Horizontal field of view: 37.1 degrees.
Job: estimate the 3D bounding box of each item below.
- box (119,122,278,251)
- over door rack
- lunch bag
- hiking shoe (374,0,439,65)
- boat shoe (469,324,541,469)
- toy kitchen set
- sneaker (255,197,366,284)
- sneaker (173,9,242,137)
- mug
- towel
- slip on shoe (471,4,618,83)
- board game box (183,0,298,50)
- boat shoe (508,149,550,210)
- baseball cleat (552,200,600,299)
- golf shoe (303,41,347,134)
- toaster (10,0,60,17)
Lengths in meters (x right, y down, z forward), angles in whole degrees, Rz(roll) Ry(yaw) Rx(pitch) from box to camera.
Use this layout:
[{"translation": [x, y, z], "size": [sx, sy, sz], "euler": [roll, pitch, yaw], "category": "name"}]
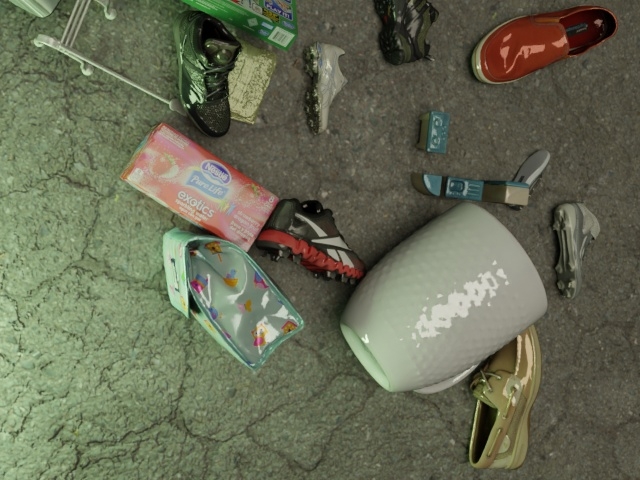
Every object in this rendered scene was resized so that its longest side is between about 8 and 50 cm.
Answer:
[{"translation": [-0.221, -0.096, 1.736], "size": [0.257, 0.128, 0.122], "euler": [33, 85, -17], "category": "box"}, {"translation": [-0.320, -0.385, 1.701], "size": [0.324, 0.108, 0.239], "euler": [23, 88, -33], "category": "over door rack"}, {"translation": [-0.180, 0.087, 1.714], "size": [0.160, 0.223, 0.262], "euler": [-44, 105, -9], "category": "lunch bag"}, {"translation": [0.172, -0.459, 1.866], "size": [0.114, 0.086, 0.226], "euler": [-11, 104, -30], "category": "hiking shoe"}, {"translation": [0.373, 0.310, 1.968], "size": [0.110, 0.122, 0.341], "euler": [2, 95, -19], "category": "boat shoe"}, {"translation": [0.303, -0.163, 1.903], "size": [0.207, 0.122, 0.166], "euler": [6, 93, -19], "category": "toy kitchen set"}, {"translation": [0.000, 0.000, 1.801], "size": [0.276, 0.098, 0.135], "euler": [26, 74, -44], "category": "sneaker"}, {"translation": [-0.190, -0.285, 1.663], "size": [0.087, 0.130, 0.227], "euler": [-15, 109, -27], "category": "sneaker"}, {"translation": [0.228, 0.159, 1.851], "size": [0.328, 0.276, 0.374], "euler": [-34, 136, -12], "category": "mug"}, {"translation": [-0.151, -0.301, 1.794], "size": [0.110, 0.027, 0.148], "euler": [20, 90, -18], "category": "towel"}, {"translation": [0.458, -0.406, 1.944], "size": [0.331, 0.101, 0.123], "euler": [-20, 102, -14], "category": "slip on shoe"}, {"translation": [-0.187, -0.474, 1.664], "size": [0.317, 0.046, 0.213], "euler": [21, 44, -27], "category": "board game box"}, {"translation": [0.435, -0.125, 1.993], "size": [0.040, 0.049, 0.142], "euler": [41, 83, -36], "category": "boat shoe"}, {"translation": [0.551, 0.020, 2.027], "size": [0.109, 0.072, 0.205], "euler": [-11, 102, -23], "category": "baseball cleat"}, {"translation": [0.016, -0.291, 1.831], "size": [0.086, 0.069, 0.176], "euler": [-2, 96, -24], "category": "golf shoe"}, {"translation": [-0.484, -0.468, 1.544], "size": [0.168, 0.110, 0.185], "euler": [34, 90, 13], "category": "toaster"}]
